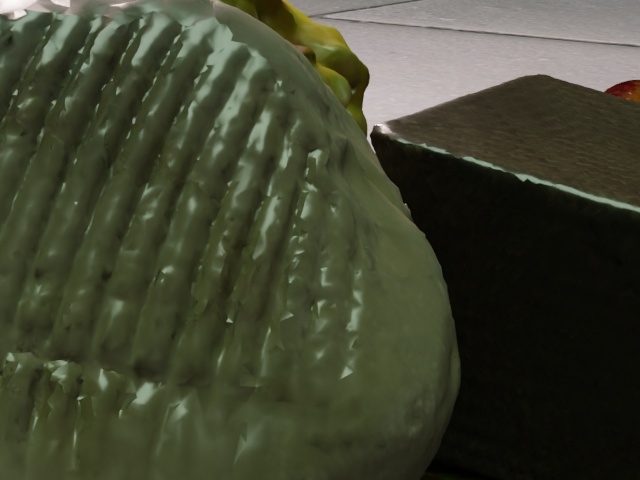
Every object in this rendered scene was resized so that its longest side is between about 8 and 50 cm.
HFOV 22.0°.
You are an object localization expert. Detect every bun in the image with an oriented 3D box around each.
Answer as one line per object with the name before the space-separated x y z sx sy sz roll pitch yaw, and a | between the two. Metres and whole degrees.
bun | -0.082 0.042 0.648 0.281 0.281 0.205 -4 -20 -9

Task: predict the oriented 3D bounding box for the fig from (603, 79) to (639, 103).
fig | 0.250 -0.047 1.252 0.119 0.153 0.119 -42 8 7

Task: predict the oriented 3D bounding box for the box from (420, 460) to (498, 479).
box | 0.061 0.090 0.819 0.121 0.030 0.193 5 16 24

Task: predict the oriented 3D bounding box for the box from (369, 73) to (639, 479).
box | 0.165 0.033 0.734 0.273 0.143 0.184 18 20 25

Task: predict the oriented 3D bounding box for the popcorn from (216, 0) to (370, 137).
popcorn | -0.098 -0.103 1.172 0.224 0.270 0.258 -44 8 46
